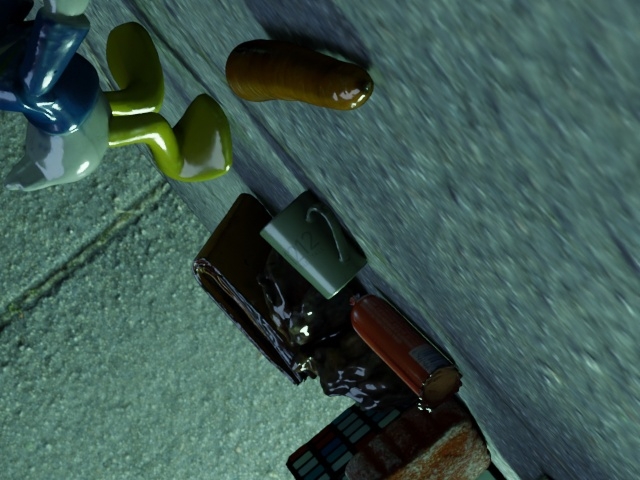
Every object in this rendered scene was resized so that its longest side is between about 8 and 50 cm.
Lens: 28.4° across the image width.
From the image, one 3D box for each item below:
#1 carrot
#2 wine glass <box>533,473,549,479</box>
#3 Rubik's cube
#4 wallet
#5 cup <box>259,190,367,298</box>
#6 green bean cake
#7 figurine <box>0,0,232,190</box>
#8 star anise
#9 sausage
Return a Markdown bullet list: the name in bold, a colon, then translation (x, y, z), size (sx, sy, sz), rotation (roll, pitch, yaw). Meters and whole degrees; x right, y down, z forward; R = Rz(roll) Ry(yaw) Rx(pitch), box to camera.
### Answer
- **carrot**: translation (-0.014, -0.087, 0.675), size (0.037, 0.037, 0.190), rotation (52, 172, -19)
- **wine glass**: translation (0.137, 0.305, 1.086), size (0.103, 0.222, 0.103), rotation (49, 175, 6)
- **Rubik's cube**: translation (0.092, 0.282, 1.467), size (0.184, 0.182, 0.187), rotation (50, 173, -11)
- **wallet**: translation (-0.056, 0.057, 1.449), size (0.195, 0.042, 0.161), rotation (48, -149, -12)
- **cup**: translation (0.001, -0.001, 1.077), size (0.083, 0.075, 0.054), rotation (46, -149, 1)
- **green bean cake**: translation (0.099, 0.225, 1.281), size (0.056, 0.135, 0.135), rotation (46, 172, 37)
- **figurine**: translation (-0.259, -0.152, 1.087), size (0.204, 0.338, 0.283), rotation (37, 133, 36)
- **star anise**: translation (0.009, 0.096, 1.320), size (0.223, 0.109, 0.236), rotation (53, 176, 7)
- **sausage**: translation (0.066, 0.092, 1.130), size (0.048, 0.050, 0.145), rotation (1, -151, -37)
